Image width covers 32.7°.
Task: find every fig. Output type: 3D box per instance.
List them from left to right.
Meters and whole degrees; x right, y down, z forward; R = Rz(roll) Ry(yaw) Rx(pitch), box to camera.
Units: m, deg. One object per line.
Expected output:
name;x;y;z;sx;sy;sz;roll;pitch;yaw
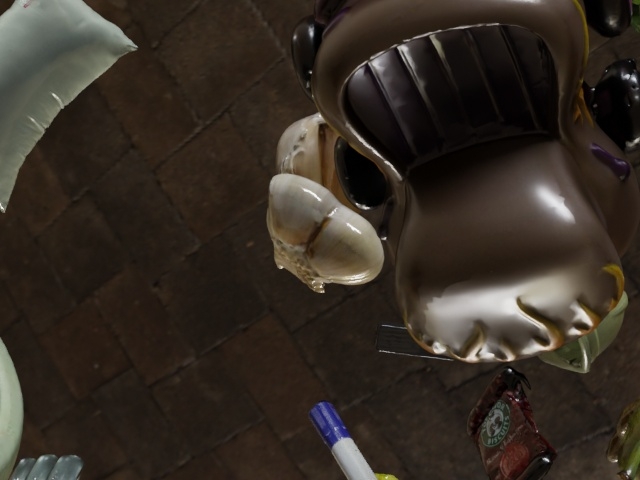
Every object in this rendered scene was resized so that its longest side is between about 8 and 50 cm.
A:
fig;0.422;0.263;1.372;0.149;0.245;0.149;-5;81;33

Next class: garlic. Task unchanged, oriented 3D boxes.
garlic;0.003;-0.113;1.623;0.110;0.217;0.228;32;127;31
garlic;0.005;-0.011;1.344;0.174;0.099;0.124;31;147;20

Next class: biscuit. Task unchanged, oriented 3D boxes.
biscuit;0.293;0.317;1.703;0.063;0.235;0.151;26;117;-25

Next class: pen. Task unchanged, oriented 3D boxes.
pen;0.058;0.280;1.204;0.269;0.033;0.033;53;134;42

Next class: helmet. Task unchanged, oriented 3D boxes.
helmet;0.410;0.097;1.746;0.204;0.137;0.257;62;170;-1

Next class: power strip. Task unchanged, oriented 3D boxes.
power strip;0.127;0.133;1.439;0.111;0.029;0.037;7;98;-1

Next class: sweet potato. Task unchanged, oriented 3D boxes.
sweet potato;0.487;0.282;1.687;0.182;0.054;0.053;120;147;-40

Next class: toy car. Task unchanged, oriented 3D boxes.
toy car;0.120;-0.073;0.839;0.271;0.240;0.340;-13;129;18

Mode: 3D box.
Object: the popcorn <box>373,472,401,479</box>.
popcorn;0.103;0.475;1.738;0.156;0.197;0.197;-33;88;3

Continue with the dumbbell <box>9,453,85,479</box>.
dumbbell;-0.486;0.311;1.424;0.406;0.179;0.179;23;123;-4

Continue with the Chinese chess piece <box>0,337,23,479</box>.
Chinese chess piece;-0.302;0.089;0.664;0.101;0.250;0.250;-42;82;18

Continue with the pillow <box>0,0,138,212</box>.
pillow;-0.331;-0.162;1.199;0.144;0.254;0.078;41;175;-34

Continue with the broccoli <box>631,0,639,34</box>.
broccoli;0.338;-0.256;0.892;0.254;0.302;0.186;12;76;42
